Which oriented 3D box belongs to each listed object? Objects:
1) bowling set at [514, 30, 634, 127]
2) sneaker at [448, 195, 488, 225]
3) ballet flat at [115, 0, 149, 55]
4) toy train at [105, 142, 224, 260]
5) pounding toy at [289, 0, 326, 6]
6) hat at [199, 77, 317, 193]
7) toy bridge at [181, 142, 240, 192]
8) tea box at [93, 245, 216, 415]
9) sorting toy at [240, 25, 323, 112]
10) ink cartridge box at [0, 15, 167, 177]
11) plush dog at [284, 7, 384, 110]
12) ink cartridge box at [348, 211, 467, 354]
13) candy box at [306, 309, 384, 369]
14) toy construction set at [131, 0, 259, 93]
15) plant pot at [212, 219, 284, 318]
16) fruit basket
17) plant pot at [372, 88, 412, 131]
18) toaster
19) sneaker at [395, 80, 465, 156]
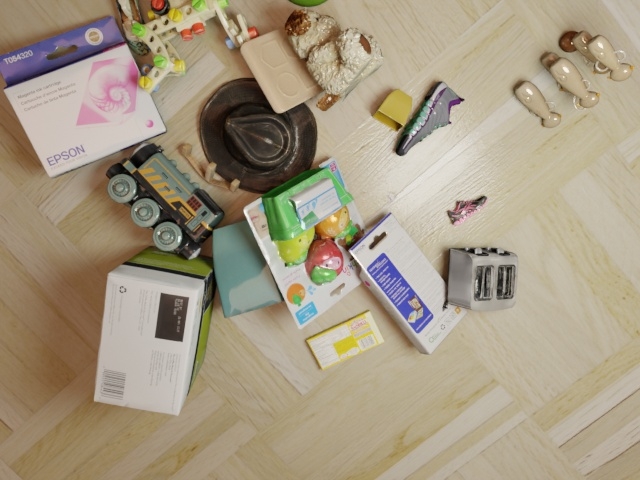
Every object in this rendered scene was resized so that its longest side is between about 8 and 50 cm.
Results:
[{"bbox_3d":[0.662,-0.435,1.330,0.154,0.287,0.200,41,65,-13],"label":"bowling set"},{"bbox_3d":[0.408,-0.094,1.463,0.119,0.047,0.057,-36,87,6],"label":"sneaker"},{"bbox_3d":[-0.498,-0.581,1.368,0.070,0.070,0.189,-15,100,4],"label":"ballet flat"},{"bbox_3d":[-0.417,-0.107,1.417,0.190,0.142,0.334,-44,87,-5],"label":"toy train"},{"bbox_3d":[-0.059,-0.700,1.316,0.236,0.110,0.183,11,101,-2],"label":"pounding toy"},{"bbox_3d":[-0.171,-0.272,1.389,0.330,0.134,0.332,0,102,1],"label":"hat"},{"bbox_3d":[-0.301,-0.187,1.441,0.188,0.026,0.063,37,142,4],"label":"toy bridge"},{"bbox_3d":[-0.416,0.219,1.387,0.219,0.323,0.329,11,100,-2],"label":"tea box"},{"bbox_3d":[-0.082,-0.451,1.367,0.208,0.038,0.193,-35,100,-26],"label":"sorting toy"},{"bbox_3d":[-0.618,-0.375,1.362,0.324,0.071,0.330,-26,103,-10],"label":"ink cartridge box"},{"bbox_3d":[0.010,-0.474,1.308,0.210,0.262,0.225,-40,91,23],"label":"plush dog"},{"bbox_3d":[0.237,0.119,1.456,0.175,0.069,0.371,-42,101,-21],"label":"ink cartridge box"},{"bbox_3d":[0.074,0.293,1.546,0.205,0.027,0.105,-25,97,5],"label":"candy box"},{"bbox_3d":[-0.326,-0.520,1.332,0.327,0.151,0.215,-17,88,0],"label":"toy construction set"},{"bbox_3d":[-0.202,0.066,1.441,0.165,0.166,0.235,-17,92,4],"label":"plant pot"},{"bbox_3d":[0.000,0.000,1.378,0.327,0.165,0.353,-33,103,-31],"label":"fruit basket"},{"bbox_3d":[0.199,-0.352,1.398,0.081,0.081,0.083,30,88,-5],"label":"plant pot"},{"bbox_3d":[0.435,0.109,1.432,0.167,0.110,0.186,0,95,-24],"label":"toaster"},{"bbox_3d":[0.294,-0.307,1.403,0.098,0.083,0.224,31,99,-10],"label":"sneaker"}]
